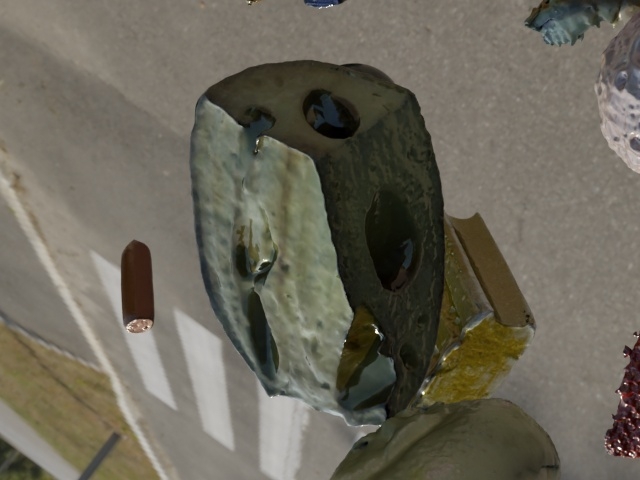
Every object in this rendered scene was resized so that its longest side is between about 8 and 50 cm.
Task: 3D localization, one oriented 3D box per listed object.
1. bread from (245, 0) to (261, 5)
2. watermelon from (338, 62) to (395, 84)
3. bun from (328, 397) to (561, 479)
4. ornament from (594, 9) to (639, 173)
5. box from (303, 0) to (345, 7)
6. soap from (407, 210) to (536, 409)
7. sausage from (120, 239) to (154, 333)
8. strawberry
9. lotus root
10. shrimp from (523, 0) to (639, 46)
[{"bbox_3d":[-0.095,-0.319,1.023,0.113,0.060,0.082,26,143,-25],"label":"bread"},{"bbox_3d":[0.028,-0.140,0.967,0.105,0.105,0.133,49,165,-31],"label":"watermelon"},{"bbox_3d":[0.076,0.210,0.685,0.141,0.239,0.239,45,164,24],"label":"bun"},{"bbox_3d":[0.478,-0.193,1.145,0.259,0.259,0.225,41,173,-13],"label":"ornament"},{"bbox_3d":[0.026,-0.487,1.301,0.071,0.168,0.259,11,122,24],"label":"box"},{"bbox_3d":[0.225,0.132,1.646,0.156,0.293,0.335,16,-149,-23],"label":"soap"},{"bbox_3d":[-0.240,0.057,1.170,0.041,0.131,0.039,12,141,-30],"label":"sausage"},{"bbox_3d":[0.473,0.185,1.189,0.106,0.175,0.236,22,125,40],"label":"strawberry"},{"bbox_3d":[0.005,-0.002,0.800,0.210,0.142,0.314,18,127,30],"label":"lotus root"},{"bbox_3d":[0.476,-0.321,1.376,0.287,0.068,0.185,35,135,4],"label":"shrimp"}]
